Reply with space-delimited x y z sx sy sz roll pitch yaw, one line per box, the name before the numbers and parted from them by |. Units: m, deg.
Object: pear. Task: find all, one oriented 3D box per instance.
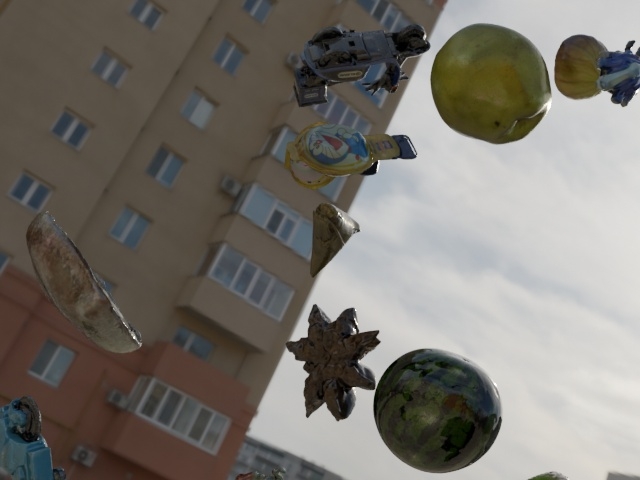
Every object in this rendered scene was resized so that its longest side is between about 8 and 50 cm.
pear | 0.393 -0.367 1.917 0.294 0.294 0.294 22 -22 9

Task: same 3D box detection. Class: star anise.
star anise | 0.023 0.305 2.069 0.315 0.315 0.108 9 -6 36

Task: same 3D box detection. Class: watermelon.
watermelon | 0.262 0.379 1.842 0.285 0.285 0.285 22 -22 9

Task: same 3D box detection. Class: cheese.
cheese | 0.021 -0.189 1.818 0.250 0.156 0.064 4 -4 32
cheese | 0.065 -0.191 1.705 0.271 0.177 0.069 -3 -48 -14

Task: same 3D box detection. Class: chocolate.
chocolate | -0.429 0.083 1.441 0.303 0.100 0.185 42 -20 33

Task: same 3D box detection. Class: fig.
fig | 0.644 -0.399 1.987 0.143 0.230 0.160 -3 -54 7

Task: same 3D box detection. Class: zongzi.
zongzi | 0.000 0.000 1.932 0.078 0.176 0.160 41 4 31

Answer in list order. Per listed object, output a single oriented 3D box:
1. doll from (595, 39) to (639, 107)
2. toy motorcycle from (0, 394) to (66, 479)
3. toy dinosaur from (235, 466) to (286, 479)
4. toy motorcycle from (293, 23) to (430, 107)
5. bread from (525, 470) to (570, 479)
doll | 0.492 -0.270 1.324 0.070 0.195 0.096 -20 -84 50
toy motorcycle | -0.539 0.410 1.465 0.182 0.272 0.124 -5 -1 44
toy dinosaur | -0.142 0.442 1.402 0.242 0.053 0.167 -27 -36 31
toy motorcycle | 0.109 -0.460 2.131 0.359 0.125 0.212 -10 -31 -8
bread | 0.350 0.542 1.535 0.045 0.301 0.301 46 -22 4
